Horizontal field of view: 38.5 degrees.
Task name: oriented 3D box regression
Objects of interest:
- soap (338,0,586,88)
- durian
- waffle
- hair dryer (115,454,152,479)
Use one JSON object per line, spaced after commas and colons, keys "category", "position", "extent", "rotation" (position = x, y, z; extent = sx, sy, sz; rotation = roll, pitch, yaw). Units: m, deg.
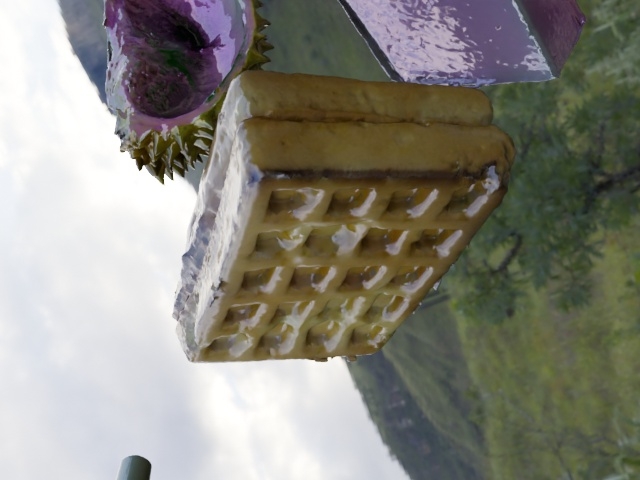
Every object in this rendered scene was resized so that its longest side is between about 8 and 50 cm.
{"category": "soap", "position": [0.080, -0.240, 0.740], "extent": [0.259, 0.181, 0.081], "rotation": [48, -119, -37]}
{"category": "durian", "position": [-0.124, -0.177, 0.898], "extent": [0.154, 0.186, 0.260], "rotation": [32, -129, -50]}
{"category": "waffle", "position": [0.000, 0.000, 0.776], "extent": [0.327, 0.224, 0.098], "rotation": [117, 149, -55]}
{"category": "hair dryer", "position": [-0.189, 0.337, 1.095], "extent": [0.219, 0.225, 0.088], "rotation": [-121, 13, -49]}
